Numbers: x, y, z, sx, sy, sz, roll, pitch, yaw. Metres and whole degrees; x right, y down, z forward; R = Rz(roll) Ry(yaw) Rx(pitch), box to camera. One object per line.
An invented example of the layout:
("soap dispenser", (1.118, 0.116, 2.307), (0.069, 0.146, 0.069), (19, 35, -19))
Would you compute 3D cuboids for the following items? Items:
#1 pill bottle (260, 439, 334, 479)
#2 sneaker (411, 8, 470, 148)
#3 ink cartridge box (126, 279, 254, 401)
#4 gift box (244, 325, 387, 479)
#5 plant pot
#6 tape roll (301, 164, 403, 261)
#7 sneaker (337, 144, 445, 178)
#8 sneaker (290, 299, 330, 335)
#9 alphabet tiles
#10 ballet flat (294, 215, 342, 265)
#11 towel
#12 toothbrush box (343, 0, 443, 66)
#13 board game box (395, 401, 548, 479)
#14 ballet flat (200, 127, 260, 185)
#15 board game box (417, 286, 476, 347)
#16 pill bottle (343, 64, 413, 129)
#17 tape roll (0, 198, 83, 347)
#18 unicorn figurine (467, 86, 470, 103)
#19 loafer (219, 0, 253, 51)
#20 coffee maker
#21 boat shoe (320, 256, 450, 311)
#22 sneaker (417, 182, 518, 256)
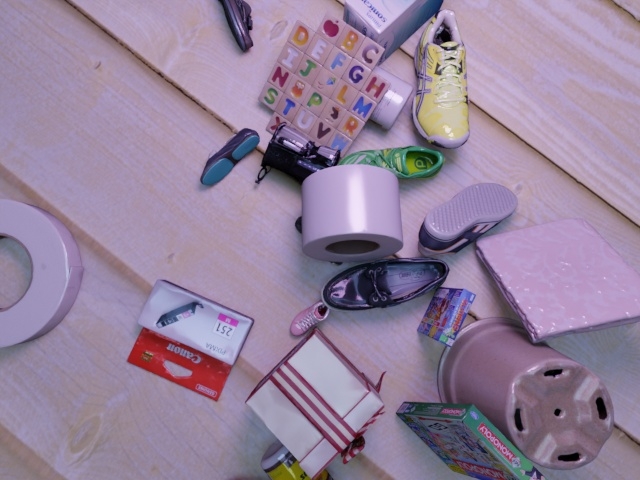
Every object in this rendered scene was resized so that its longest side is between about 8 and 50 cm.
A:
("pill bottle", (-0.042, 0.599, 1.085), (0.117, 0.117, 0.215), (-39, 87, -4))
("sneaker", (0.309, -0.418, 1.126), (0.145, 0.147, 0.384), (-5, 70, 2))
("ink cartridge box", (-0.347, 0.263, 1.139), (0.275, 0.060, 0.238), (23, 84, 1))
("gift box", (0.013, 0.367, 1.040), (0.276, 0.255, 0.258), (-43, 85, 1))
("plant pot", (0.482, 0.360, 1.022), (0.334, 0.305, 0.333), (0, 85, -1))
("tape roll", (0.074, -0.058, 1.067), (0.246, 0.246, 0.169), (-2, 73, -1))
("sneaker", (0.184, -0.206, 1.156), (0.296, 0.123, 0.109), (-9, 86, -1))
("sneaker", (-0.026, 0.203, 1.144), (0.134, 0.070, 0.051), (-39, 90, -3))
("alphabet tiles", (0.002, -0.387, 1.134), (0.285, 0.011, 0.342), (36, 118, 2))
("ballet flat", (0.000, 0.000, 1.182), (0.173, 0.049, 0.057), (48, 58, -2))
("towel", (0.597, 0.085, 1.076), (0.317, 0.053, 0.331), (-12, 43, -1))
("toothbrush box", (0.201, -0.619, 1.146), (0.295, 0.216, 0.126), (-45, 87, -3))
("board game box", (0.326, 0.466, 1.006), (0.213, 0.317, 0.046), (46, 66, 3))
("ballet flat", (-0.253, -0.233, 1.184), (0.203, 0.074, 0.074), (-41, 87, 2))
("board game box", (0.308, 0.183, 1.086), (0.035, 0.201, 0.136), (27, 86, 1))
("pill bottle", (0.120, -0.408, 1.168), (0.229, 0.131, 0.131), (31, 85, 2))
("tape roll", (-0.833, 0.084, 1.139), (0.392, 0.072, 0.391), (0, 85, -2))
("unicorn figurine", (0.350, -0.356, 1.210), (0.111, 0.060, 0.161), (14, 71, 10))
("loafer", (-0.232, -0.658, 1.205), (0.084, 0.096, 0.267), (-23, 84, -9))
("coffee maker", (-0.055, -0.200, 1.163), (0.178, 0.120, 0.171), (29, 125, 4))
("boat shoe", (0.172, 0.107, 1.113), (0.340, 0.113, 0.127), (-5, 80, -9))
("sneaker", (0.379, -0.054, 1.155), (0.321, 0.127, 0.126), (-20, 59, -26))
